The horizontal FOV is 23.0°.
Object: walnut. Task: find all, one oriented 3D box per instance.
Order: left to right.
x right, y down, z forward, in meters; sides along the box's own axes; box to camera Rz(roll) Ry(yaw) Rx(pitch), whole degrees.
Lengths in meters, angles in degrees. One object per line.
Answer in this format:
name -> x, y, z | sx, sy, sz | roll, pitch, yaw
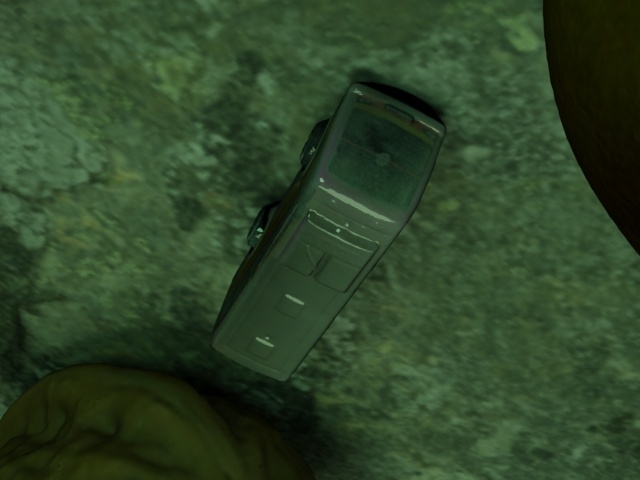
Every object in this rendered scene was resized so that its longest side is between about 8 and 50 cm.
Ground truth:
walnut -> -0.120, 0.191, 0.924 | 0.257, 0.224, 0.257 | 14, 112, 36

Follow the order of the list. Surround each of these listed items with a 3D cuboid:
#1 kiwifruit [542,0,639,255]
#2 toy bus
kiwifruit -> 0.176, -0.052, 0.503 | 0.196, 0.196, 0.234 | -10, 137, 32
toy bus -> 0.000, 0.000, 0.741 | 0.057, 0.072, 0.172 | 26, 143, -7
